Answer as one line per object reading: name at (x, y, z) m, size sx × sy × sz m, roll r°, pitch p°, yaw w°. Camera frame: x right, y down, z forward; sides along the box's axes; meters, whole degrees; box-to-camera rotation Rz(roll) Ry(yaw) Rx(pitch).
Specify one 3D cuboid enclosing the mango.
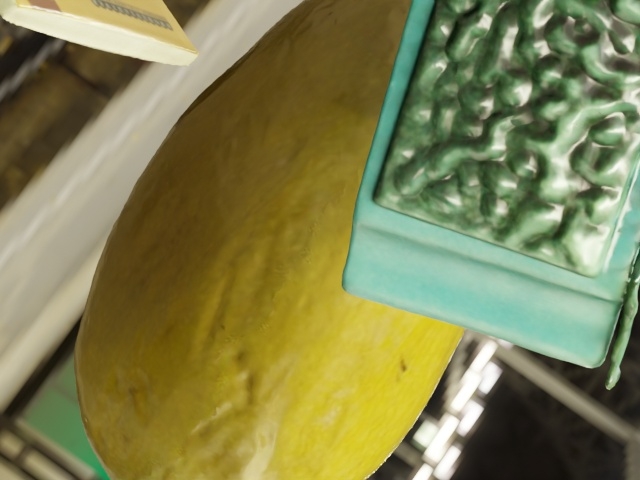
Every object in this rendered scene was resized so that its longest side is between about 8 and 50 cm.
mango at (-0.005, -0.003, 0.915) m, size 0.142 × 0.195 × 0.332 m, roll 14°, pitch 118°, yaw -41°

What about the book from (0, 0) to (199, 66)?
book at (-0.276, -0.315, 1.706) m, size 0.032 × 0.389 × 0.269 m, roll -42°, pitch 159°, yaw 20°

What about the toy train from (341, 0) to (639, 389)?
toy train at (0.079, -0.062, 0.638) m, size 0.163 × 0.112 × 0.203 m, roll -34°, pitch 138°, yaw -76°
